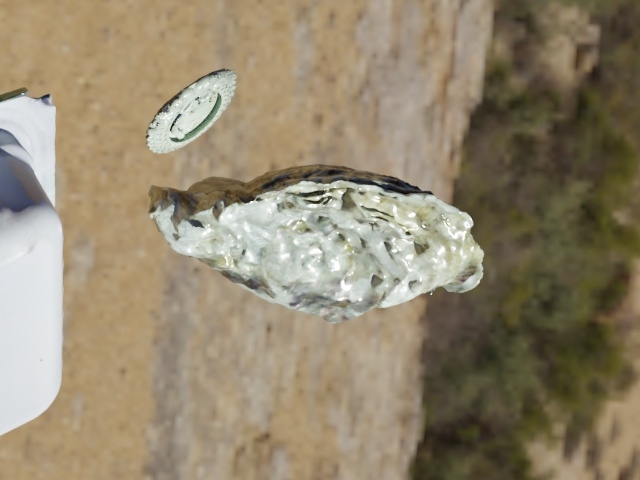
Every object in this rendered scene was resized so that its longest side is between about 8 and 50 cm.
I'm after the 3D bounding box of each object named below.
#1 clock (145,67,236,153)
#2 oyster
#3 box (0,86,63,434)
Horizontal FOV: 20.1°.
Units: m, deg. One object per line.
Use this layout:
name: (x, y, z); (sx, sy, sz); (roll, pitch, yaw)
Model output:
clock: (-0.085, -0.084, 1.203); (0.074, 0.010, 0.083); (-35, 165, -18)
oyster: (0.000, 0.000, 0.976); (0.125, 0.177, 0.064); (86, 7, -57)
box: (-0.300, 0.060, 1.446); (0.264, 0.106, 0.336); (-26, 142, -30)
